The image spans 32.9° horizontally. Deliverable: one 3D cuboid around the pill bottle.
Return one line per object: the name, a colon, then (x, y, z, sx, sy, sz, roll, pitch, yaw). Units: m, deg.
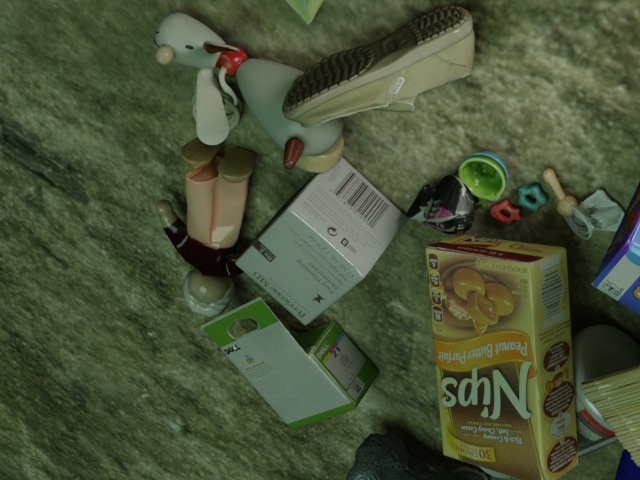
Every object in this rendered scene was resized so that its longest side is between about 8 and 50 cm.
pill bottle: (0.346, 0.248, 1.612, 0.161, 0.161, 0.283, 43, 138, -6)

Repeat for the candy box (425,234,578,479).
candy box: (0.250, 0.160, 1.495, 0.183, 0.087, 0.317, 9, 110, 47)

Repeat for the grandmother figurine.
grandmother figurine: (-0.184, -0.009, 1.794, 0.207, 0.104, 0.342, 29, 136, 23)

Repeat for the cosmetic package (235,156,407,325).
cosmetic package: (0.000, 0.000, 1.631, 0.151, 0.151, 0.183, 42, 139, -4)

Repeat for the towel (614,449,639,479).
towel: (0.563, 0.440, 1.699, 0.227, 0.076, 0.308, 18, 135, 20)

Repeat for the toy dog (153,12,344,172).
toy dog: (-0.101, -0.193, 1.520, 0.333, 0.161, 0.220, 13, 133, 25)

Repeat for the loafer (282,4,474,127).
loafer: (0.079, -0.201, 1.380, 0.268, 0.102, 0.092, -22, 122, 15)

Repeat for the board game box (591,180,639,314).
board game box: (0.456, -0.020, 1.153, 0.233, 0.347, 0.078, 33, 139, 6)

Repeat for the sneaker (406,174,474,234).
sneaker: (0.185, -0.043, 1.505, 0.077, 0.072, 0.178, 29, 179, -10)

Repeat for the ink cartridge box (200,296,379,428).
ink cartridge box: (-0.053, 0.191, 1.885, 0.255, 0.097, 0.188, 50, 137, -12)

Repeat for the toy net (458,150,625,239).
toy net: (0.295, -0.044, 1.470, 0.232, 0.045, 0.122, 24, 137, 14)

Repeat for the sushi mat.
sushi mat: (0.489, 0.196, 1.350, 0.316, 0.019, 0.151, -27, 110, 41)

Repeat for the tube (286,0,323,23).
tube: (0.008, -0.370, 1.370, 0.240, 0.062, 0.070, -39, 57, 53)

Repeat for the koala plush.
koala plush: (0.171, 0.451, 1.902, 0.221, 0.196, 0.203, 11, 123, 32)
